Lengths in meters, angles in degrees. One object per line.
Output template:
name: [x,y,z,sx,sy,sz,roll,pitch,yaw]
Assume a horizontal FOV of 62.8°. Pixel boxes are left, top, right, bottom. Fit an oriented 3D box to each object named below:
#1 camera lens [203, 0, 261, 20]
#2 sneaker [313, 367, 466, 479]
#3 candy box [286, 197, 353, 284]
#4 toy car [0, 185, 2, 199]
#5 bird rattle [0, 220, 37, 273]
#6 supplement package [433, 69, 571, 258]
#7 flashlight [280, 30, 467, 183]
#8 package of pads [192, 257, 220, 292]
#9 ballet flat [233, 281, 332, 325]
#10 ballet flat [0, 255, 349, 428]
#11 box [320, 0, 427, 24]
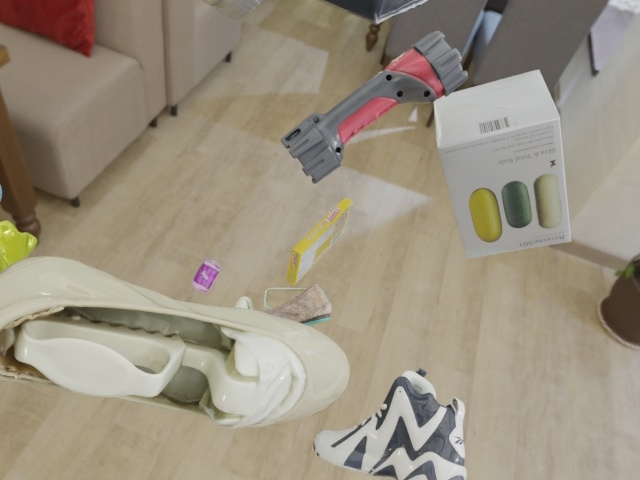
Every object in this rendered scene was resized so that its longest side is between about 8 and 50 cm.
camera lens: [-0.215,-0.597,1.007,0.274,0.219,0.220,33,39,-33]
sneaker: [0.098,0.251,0.727,0.094,0.234,0.153,32,64,-33]
candy box: [0.000,0.000,1.134,0.027,0.105,0.206,30,49,18]
toy car: [-0.698,-0.143,0.853,0.219,0.238,0.210,8,29,20]
bird rattle: [-0.545,0.084,0.790,0.206,0.254,0.143,24,10,-12]
supplement package: [0.343,-0.139,0.996,0.199,0.263,0.198,-11,37,19]
flashlight: [0.090,-0.211,0.864,0.304,0.103,0.103,-38,49,6]
package of pads: [-0.194,0.058,0.889,0.031,0.083,0.050,30,86,-12]
ballet flat: [-0.129,0.169,1.199,0.315,0.107,0.106,-17,84,5]
ballet flat: [-0.084,0.079,0.330,0.248,0.086,0.086,18,46,-19]
box: [0.010,-0.419,0.370,0.293,0.396,0.212,32,48,20]
